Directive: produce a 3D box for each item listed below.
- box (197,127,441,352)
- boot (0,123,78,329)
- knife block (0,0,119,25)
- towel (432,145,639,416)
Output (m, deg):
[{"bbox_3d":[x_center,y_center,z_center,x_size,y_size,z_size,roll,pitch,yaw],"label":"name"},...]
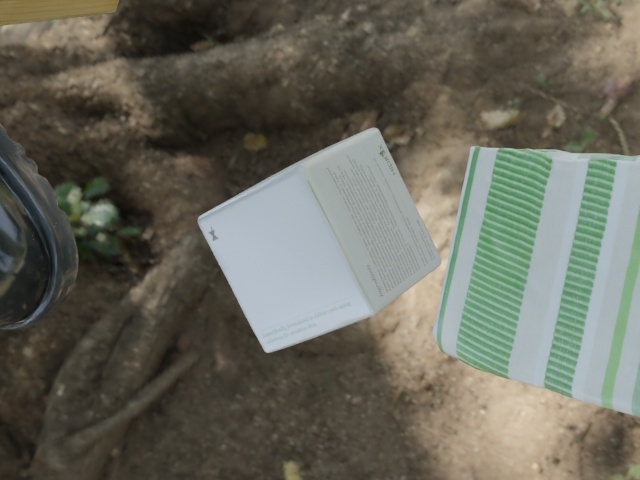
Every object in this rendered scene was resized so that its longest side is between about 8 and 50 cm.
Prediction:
[{"bbox_3d":[0.000,0.000,0.729,0.101,0.102,0.087,-23,5,41],"label":"box"},{"bbox_3d":[-0.407,-0.006,0.657,0.146,0.367,0.445,-57,-11,31],"label":"boot"},{"bbox_3d":[-0.194,-0.205,0.818,0.276,0.242,0.088,-41,63,-2],"label":"knife block"},{"bbox_3d":[0.249,0.028,1.150,0.325,0.038,0.247,10,87,51],"label":"towel"}]
